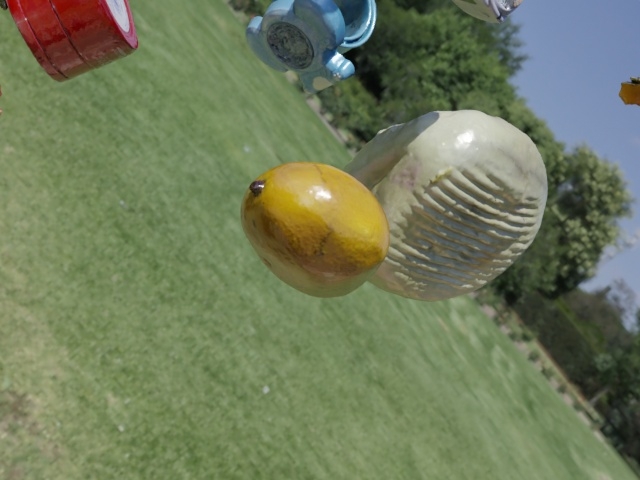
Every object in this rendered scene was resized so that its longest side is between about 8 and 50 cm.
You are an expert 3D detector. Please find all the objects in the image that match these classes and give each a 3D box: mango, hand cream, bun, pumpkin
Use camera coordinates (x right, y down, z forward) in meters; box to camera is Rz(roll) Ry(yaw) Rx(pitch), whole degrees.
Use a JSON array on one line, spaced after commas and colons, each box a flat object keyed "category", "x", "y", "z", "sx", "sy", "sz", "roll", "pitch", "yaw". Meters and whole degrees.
[{"category": "mango", "x": 0.000, "y": 0.000, "z": 0.902, "sx": 0.227, "sy": 0.147, "sz": 0.109, "roll": 62, "pitch": 36, "yaw": -63}, {"category": "hand cream", "x": -0.401, "y": -0.382, "z": 1.451, "sx": 0.230, "sy": 0.149, "sz": 0.230, "roll": -19, "pitch": 90, "yaw": -89}, {"category": "bun", "x": 0.185, "y": -0.071, "z": 1.427, "sx": 0.361, "sy": 0.361, "sz": 0.213, "roll": 42, "pitch": 16, "yaw": -48}, {"category": "pumpkin", "x": 0.518, "y": -0.238, "z": 1.393, "sx": 0.083, "sy": 0.074, "sz": 0.054, "roll": 10, "pitch": -64, "yaw": 43}]

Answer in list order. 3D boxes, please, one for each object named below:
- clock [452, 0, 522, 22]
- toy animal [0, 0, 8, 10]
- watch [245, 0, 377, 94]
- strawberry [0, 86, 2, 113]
[{"category": "clock", "x": 0.210, "y": -0.363, "z": 1.146, "sx": 0.176, "sy": 0.117, "sz": 0.080, "roll": 30, "pitch": 3, "yaw": -45}, {"category": "toy animal", "x": -0.609, "y": -0.418, "z": 1.448, "sx": 0.218, "sy": 0.103, "sz": 0.101, "roll": 16, "pitch": 27, "yaw": 4}, {"category": "watch", "x": 0.002, "y": -0.374, "z": 1.505, "sx": 0.211, "sy": 0.193, "sz": 0.211, "roll": 26, "pitch": -32, "yaw": 17}, {"category": "strawberry", "x": -0.356, "y": -0.120, "z": 0.664, "sx": 0.276, "sy": 0.257, "sz": 0.257, "roll": 7, "pitch": -31, "yaw": 49}]
